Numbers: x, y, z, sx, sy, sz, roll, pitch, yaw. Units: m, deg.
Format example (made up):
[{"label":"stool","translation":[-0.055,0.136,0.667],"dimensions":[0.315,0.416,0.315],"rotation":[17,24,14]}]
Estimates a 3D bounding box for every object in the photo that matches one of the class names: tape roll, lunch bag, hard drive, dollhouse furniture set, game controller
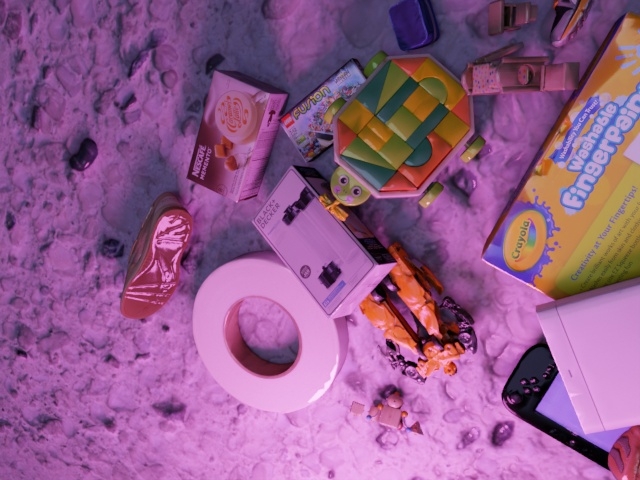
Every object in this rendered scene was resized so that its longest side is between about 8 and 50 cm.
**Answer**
[{"label":"tape roll","translation":[-0.125,0.219,1.341],"dimensions":[0.391,0.072,0.392],"rotation":[5,105,21]},{"label":"lunch bag","translation":[0.177,-0.410,1.058],"dimensions":[0.067,0.065,0.099],"rotation":[-10,101,40]},{"label":"hard drive","translation":[0.556,0.163,0.885],"dimensions":[0.353,0.047,0.233],"rotation":[-21,96,24]},{"label":"dollhouse furniture set","translation":[0.327,-0.328,0.940],"dimensions":[0.101,0.182,0.161],"rotation":[-7,103,-17]},{"label":"game controller","translation":[0.527,0.335,1.109],"dimensions":[0.319,0.067,0.167],"rotation":[29,113,12]}]

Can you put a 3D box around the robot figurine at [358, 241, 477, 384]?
[{"label":"robot figurine","translation":[0.195,0.157,1.187],"dimensions":[0.211,0.085,0.291],"rotation":[-39,87,26]}]

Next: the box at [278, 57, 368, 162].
[{"label":"box","translation":[0.021,-0.266,1.173],"dimensions":[0.207,0.036,0.114],"rotation":[-35,89,26]}]

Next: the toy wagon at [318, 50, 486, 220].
[{"label":"toy wagon","translation":[0.132,-0.182,1.070],"dimensions":[0.267,0.068,0.344],"rotation":[42,90,3]}]

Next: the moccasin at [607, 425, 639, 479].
[{"label":"moccasin","translation":[0.715,0.420,1.002],"dimensions":[0.379,0.139,0.147],"rotation":[23,108,6]}]

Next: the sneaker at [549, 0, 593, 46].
[{"label":"sneaker","translation":[0.424,-0.435,0.946],"dimensions":[0.083,0.084,0.215],"rotation":[21,101,18]}]

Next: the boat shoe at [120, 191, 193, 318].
[{"label":"boat shoe","translation":[-0.410,0.043,1.400],"dimensions":[0.341,0.121,0.110],"rotation":[-60,41,20]}]

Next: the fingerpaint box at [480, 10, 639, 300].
[{"label":"fingerpaint box","translation":[0.544,-0.083,0.939],"dimensions":[0.371,0.163,0.445],"rotation":[29,112,12]}]

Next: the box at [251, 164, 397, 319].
[{"label":"box","translation":[0.000,0.000,1.179],"dimensions":[0.169,0.087,0.290],"rotation":[-50,65,25]}]

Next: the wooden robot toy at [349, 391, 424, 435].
[{"label":"wooden robot toy","translation":[0.158,0.383,1.286],"dimensions":[0.173,0.076,0.079],"rotation":[12,73,19]}]

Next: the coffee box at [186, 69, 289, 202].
[{"label":"coffee box","translation":[-0.182,-0.227,1.231],"dimensions":[0.141,0.098,0.247],"rotation":[27,112,14]}]
